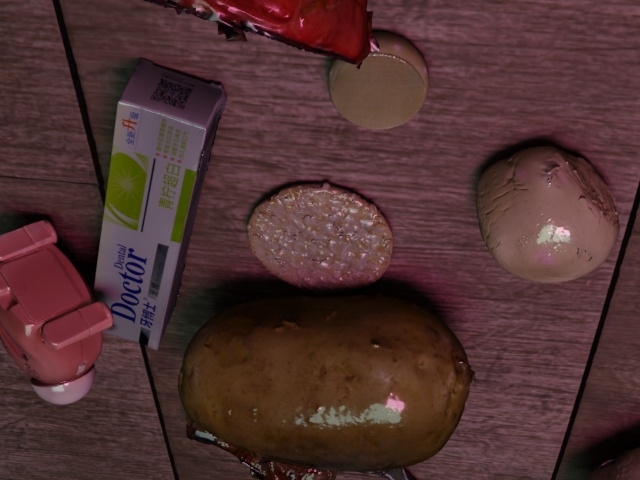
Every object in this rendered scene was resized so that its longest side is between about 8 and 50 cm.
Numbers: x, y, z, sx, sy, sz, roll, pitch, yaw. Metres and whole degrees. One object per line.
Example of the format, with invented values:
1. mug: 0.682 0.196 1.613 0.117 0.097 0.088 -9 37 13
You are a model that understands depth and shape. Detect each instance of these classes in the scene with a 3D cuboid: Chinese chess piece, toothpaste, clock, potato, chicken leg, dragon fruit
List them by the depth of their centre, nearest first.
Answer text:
1. dragon fruit: -0.055 -0.214 0.612 0.219 0.224 0.148 4 110 -45
2. Chinese chess piece: 0.048 -0.131 0.765 0.084 0.034 0.084 4 136 4
3. toothpaste: -0.164 -0.017 0.904 0.081 0.067 0.336 18 137 -4
4. potato: 0.004 0.146 0.962 0.308 0.173 0.210 4 156 9
5. clock: -0.296 0.083 0.972 0.166 0.093 0.162 51 145 17
6. chicken leg: -0.072 0.260 1.181 0.196 0.080 0.125 11 128 10

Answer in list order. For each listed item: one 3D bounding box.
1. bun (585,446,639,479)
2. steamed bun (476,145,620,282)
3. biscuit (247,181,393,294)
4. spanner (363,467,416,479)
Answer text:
1. bun: 0.415 0.320 1.087 0.239 0.141 0.239 19 151 11
2. steamed bun: 0.197 -0.013 0.817 0.113 0.090 0.130 -26 127 35
3. biscuit: 0.000 0.000 0.922 0.152 0.020 0.152 6 136 6
4. spanner: 0.128 0.338 1.255 0.093 0.026 0.325 -18 132 26
